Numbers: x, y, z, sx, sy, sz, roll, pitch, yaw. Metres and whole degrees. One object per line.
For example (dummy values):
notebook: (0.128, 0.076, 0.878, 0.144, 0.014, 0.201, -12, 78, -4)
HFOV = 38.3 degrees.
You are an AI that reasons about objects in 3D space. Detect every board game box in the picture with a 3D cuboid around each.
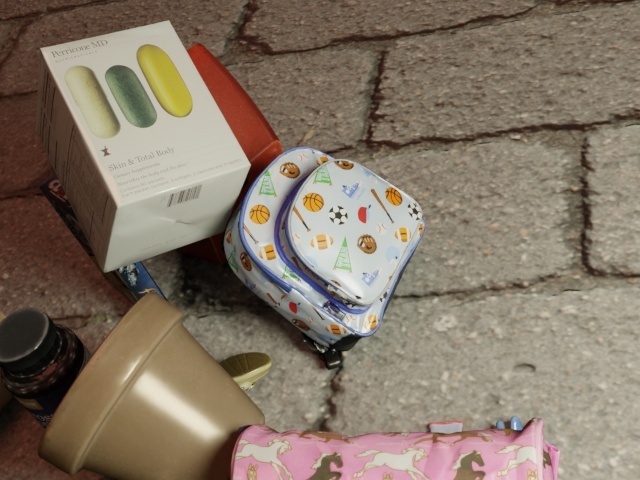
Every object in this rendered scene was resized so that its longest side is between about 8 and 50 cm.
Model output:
board game box: (-0.345, 0.015, 1.495, 0.042, 0.243, 0.165, -42, 48, -17)

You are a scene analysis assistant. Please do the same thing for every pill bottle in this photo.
pill bottle: (-0.391, 0.201, 1.358, 0.123, 0.219, 0.123, -11, 46, 12)

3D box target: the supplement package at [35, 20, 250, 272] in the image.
supplement package: (-0.262, -0.135, 1.315, 0.199, 0.198, 0.262, -20, 70, -27)

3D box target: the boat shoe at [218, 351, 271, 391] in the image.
boat shoe: (-0.142, 0.216, 1.376, 0.153, 0.048, 0.056, -25, 32, -11)

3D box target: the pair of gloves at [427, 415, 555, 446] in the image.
pair of gloves: (0.197, 0.297, 1.173, 0.198, 0.023, 0.159, -3, 48, 19)

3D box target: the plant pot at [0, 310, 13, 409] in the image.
plant pot: (-0.602, 0.226, 1.434, 0.274, 0.256, 0.256, -31, 43, -31)

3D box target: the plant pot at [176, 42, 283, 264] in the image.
plant pot: (-0.197, -0.119, 1.568, 0.267, 0.267, 0.236, -42, 60, -18)

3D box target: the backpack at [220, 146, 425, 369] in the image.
backpack: (0.000, 0.000, 1.344, 0.263, 0.213, 0.276, 30, 58, -1)

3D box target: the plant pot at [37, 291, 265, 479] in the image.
plant pot: (-0.208, 0.239, 1.231, 0.229, 0.263, 0.263, 35, 62, 0)

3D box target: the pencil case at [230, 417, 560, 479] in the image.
pencil case: (0.086, 0.291, 1.088, 0.386, 0.160, 0.167, -4, 48, 15)
